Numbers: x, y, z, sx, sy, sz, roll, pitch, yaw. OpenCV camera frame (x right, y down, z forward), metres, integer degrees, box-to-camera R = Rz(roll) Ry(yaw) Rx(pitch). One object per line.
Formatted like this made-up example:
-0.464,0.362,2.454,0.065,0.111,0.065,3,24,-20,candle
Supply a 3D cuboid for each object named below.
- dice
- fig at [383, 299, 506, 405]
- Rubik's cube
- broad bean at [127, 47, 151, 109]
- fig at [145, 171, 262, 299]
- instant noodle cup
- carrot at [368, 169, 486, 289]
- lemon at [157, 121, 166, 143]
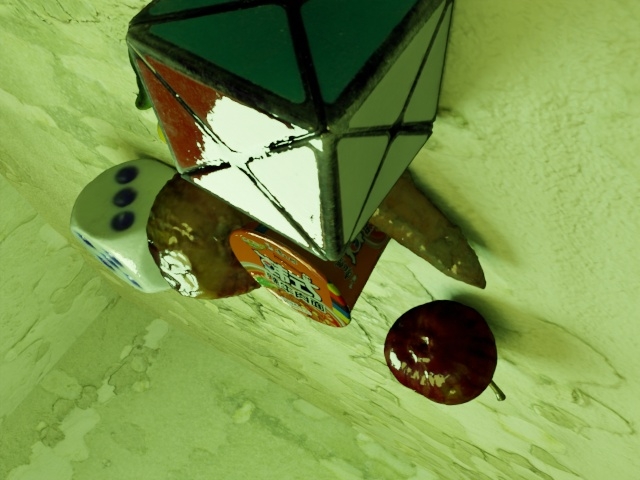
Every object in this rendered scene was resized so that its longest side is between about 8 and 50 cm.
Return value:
-0.427,-0.036,1.618,0.251,0.259,0.243,26,154,28,dice
0.244,0.206,1.236,0.203,0.187,0.249,2,174,35,fig
-0.022,-0.178,0.745,0.259,0.260,0.255,28,154,17,Rubik's cube
-0.339,-0.302,1.260,0.069,0.039,0.227,44,158,-1,broad bean
-0.213,-0.062,1.336,0.286,0.286,0.369,55,-177,-36,fig
0.000,0.000,1.134,0.250,0.192,0.250,32,157,15,instant noodle cup
0.159,-0.011,1.009,0.263,0.102,0.102,40,158,-8,carrot
-0.264,-0.214,1.260,0.110,0.082,0.082,20,152,41,lemon
